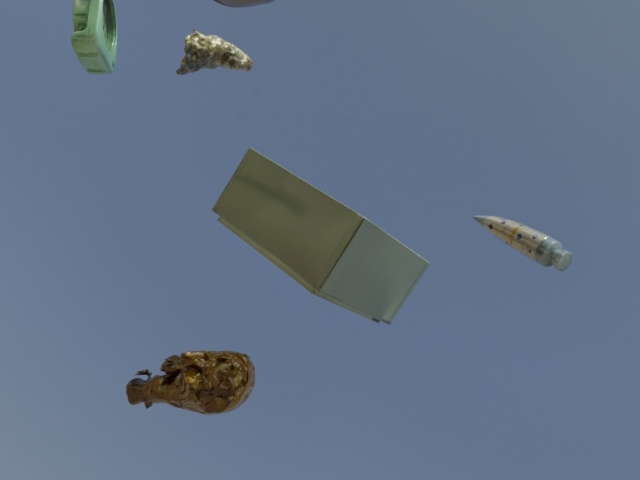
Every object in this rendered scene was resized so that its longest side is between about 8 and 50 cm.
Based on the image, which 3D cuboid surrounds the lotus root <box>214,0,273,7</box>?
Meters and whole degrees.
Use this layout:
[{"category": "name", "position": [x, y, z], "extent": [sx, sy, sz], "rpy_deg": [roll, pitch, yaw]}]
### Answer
[{"category": "lotus root", "position": [-0.099, -0.401, 0.912], "extent": [0.182, 0.310, 0.183], "rpy_deg": [-10, -55, -16]}]

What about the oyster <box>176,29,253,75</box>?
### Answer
[{"category": "oyster", "position": [-0.201, -0.356, 1.292], "extent": [0.061, 0.199, 0.106], "rpy_deg": [37, -44, 17]}]

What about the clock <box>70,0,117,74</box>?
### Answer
[{"category": "clock", "position": [-0.455, -0.442, 1.363], "extent": [0.060, 0.189, 0.148], "rpy_deg": [0, -15, -3]}]

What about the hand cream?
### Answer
[{"category": "hand cream", "position": [0.312, -0.003, 1.038], "extent": [0.170, 0.064, 0.043], "rpy_deg": [40, -64, 49]}]

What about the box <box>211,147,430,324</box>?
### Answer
[{"category": "box", "position": [0.000, 0.000, 0.965], "extent": [0.225, 0.225, 0.118], "rpy_deg": [34, -87, 34]}]

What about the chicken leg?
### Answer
[{"category": "chicken leg", "position": [-0.187, 0.197, 0.918], "extent": [0.207, 0.101, 0.085], "rpy_deg": [-11, -107, 25]}]
